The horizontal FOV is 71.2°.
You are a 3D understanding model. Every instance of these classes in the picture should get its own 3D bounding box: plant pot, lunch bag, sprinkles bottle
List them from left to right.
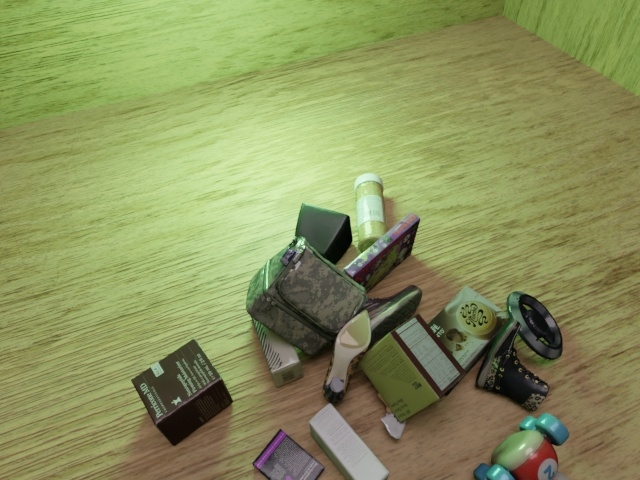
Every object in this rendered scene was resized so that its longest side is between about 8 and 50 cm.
[{"bbox_3d":[-0.041,0.156,1.345,0.256,0.305,0.213,-45,20,18],"label":"lunch bag"},{"bbox_3d":[0.000,0.000,1.643,0.187,0.187,0.167,15,64,16],"label":"plant pot"},{"bbox_3d":[0.198,-0.105,1.753,0.121,0.121,0.356,-1,49,2],"label":"sprinkles bottle"}]

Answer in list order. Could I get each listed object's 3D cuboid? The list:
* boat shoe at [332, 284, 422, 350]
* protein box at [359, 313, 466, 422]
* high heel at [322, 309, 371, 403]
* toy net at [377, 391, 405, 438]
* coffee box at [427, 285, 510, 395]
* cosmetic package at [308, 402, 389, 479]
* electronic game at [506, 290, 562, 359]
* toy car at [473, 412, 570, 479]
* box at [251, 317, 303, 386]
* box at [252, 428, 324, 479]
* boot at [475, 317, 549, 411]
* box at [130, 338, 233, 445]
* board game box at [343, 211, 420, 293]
[{"bbox_3d":[0.176,0.236,1.445,0.355,0.132,0.130,-30,52,-22],"label":"boat shoe"},{"bbox_3d":[0.248,0.353,1.242,0.135,0.200,0.201,-22,66,-38],"label":"protein box"},{"bbox_3d":[0.074,0.339,1.304,0.093,0.186,0.261,22,61,8],"label":"high heel"},{"bbox_3d":[0.212,0.463,1.306,0.121,0.045,0.232,13,49,-18],"label":"toy net"},{"bbox_3d":[0.421,0.302,1.379,0.297,0.119,0.168,-35,56,-26],"label":"coffee box"},{"bbox_3d":[0.071,0.557,1.177,0.085,0.117,0.231,-35,56,-23],"label":"cosmetic package"},{"bbox_3d":[0.665,0.259,1.388,0.229,0.048,0.230,23,44,-24],"label":"electronic game"},{"bbox_3d":[0.545,0.589,1.080,0.219,0.210,0.238,-38,68,-14],"label":"toy car"},{"bbox_3d":[-0.147,0.308,1.414,0.094,0.113,0.275,-20,49,-12],"label":"box"},{"bbox_3d":[-0.086,0.606,1.201,0.162,0.029,0.116,29,57,27],"label":"box"},{"bbox_3d":[0.568,0.356,1.274,0.178,0.237,0.085,26,20,19],"label":"boot"},{"bbox_3d":[-0.389,0.431,1.280,0.203,0.167,0.168,-32,54,-23],"label":"box"},{"bbox_3d":[0.206,0.069,1.540,0.346,0.208,0.056,-38,56,-26],"label":"board game box"}]
